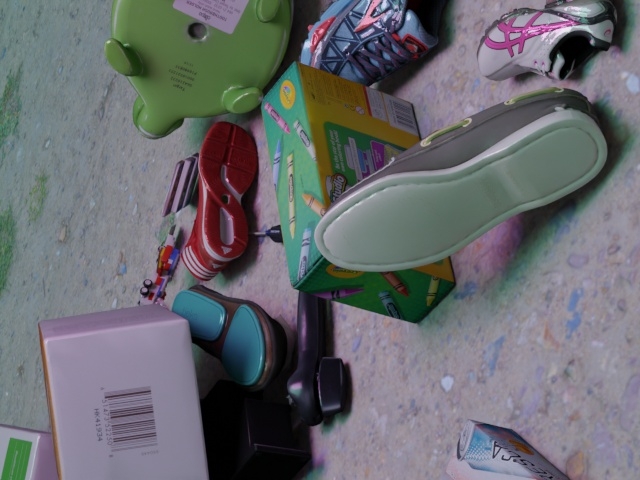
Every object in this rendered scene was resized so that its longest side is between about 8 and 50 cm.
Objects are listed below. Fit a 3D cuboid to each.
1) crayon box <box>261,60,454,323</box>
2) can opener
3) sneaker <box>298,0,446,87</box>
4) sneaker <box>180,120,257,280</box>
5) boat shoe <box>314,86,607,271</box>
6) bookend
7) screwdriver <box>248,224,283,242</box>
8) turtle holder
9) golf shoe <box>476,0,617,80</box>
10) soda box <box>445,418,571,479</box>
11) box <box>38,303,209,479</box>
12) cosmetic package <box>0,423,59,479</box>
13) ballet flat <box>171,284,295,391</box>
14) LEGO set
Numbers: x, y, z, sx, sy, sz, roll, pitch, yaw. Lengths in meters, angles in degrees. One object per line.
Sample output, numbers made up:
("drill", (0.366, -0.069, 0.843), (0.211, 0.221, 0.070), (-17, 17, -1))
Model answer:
("crayon box", (0.037, -0.056, 1.811), (0.081, 0.165, 0.278), (-47, 39, 37))
("can opener", (-0.008, 0.132, 1.917), (0.059, 0.073, 0.186), (81, -176, -53))
("sneaker", (0.074, -0.246, 1.895), (0.125, 0.104, 0.262), (42, 104, 43))
("sneaker", (-0.151, -0.047, 2.203), (0.128, 0.087, 0.221), (-46, 30, 48))
("boat shoe", (0.136, -0.061, 1.628), (0.305, 0.109, 0.091), (-23, 31, 15))
("bookend", (-0.084, 0.224, 1.947), (0.156, 0.072, 0.157), (-53, 35, 44))
("screwdriver", (-0.074, -0.012, 2.120), (0.170, 0.024, 0.025), (9, 113, 62))
("turtle holder", (-0.154, -0.282, 2.218), (0.227, 0.243, 0.320), (-85, -8, -62))
("golf shoe", (0.225, -0.198, 1.669), (0.186, 0.067, 0.086), (-29, 53, 50))
("soda box", (0.190, 0.235, 1.519), (0.183, 0.058, 0.063), (39, 109, 57))
("box", (-0.246, 0.200, 1.991), (0.345, 0.168, 0.215), (-179, 81, -80))
("cosmetic package", (-0.430, 0.372, 2.386), (0.365, 0.155, 0.197), (-5, 74, 57))
("ballet flat", (-0.089, 0.115, 2.003), (0.280, 0.096, 0.095), (33, 105, 59))
("LEGO set", (-0.199, 0.006, 2.265), (0.182, 0.060, 0.244), (-56, -16, -82))
